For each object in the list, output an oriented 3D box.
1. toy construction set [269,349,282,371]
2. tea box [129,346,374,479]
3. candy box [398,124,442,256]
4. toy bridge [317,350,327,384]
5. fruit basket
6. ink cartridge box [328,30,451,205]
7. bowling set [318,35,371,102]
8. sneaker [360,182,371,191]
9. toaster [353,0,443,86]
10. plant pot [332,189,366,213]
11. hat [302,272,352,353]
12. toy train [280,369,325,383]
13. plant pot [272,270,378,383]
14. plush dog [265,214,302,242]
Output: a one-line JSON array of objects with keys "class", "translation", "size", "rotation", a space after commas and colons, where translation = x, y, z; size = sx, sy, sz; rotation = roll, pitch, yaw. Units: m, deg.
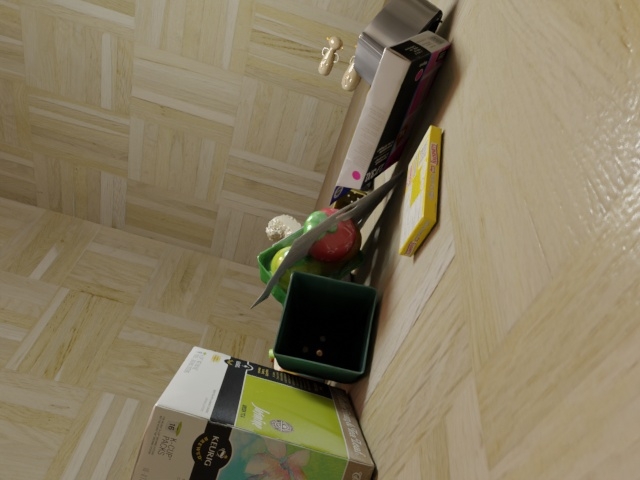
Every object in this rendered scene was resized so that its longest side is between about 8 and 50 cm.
[{"class": "toy construction set", "translation": [-0.105, 0.398, 1.617], "size": [0.215, 0.151, 0.328], "rotation": [91, -165, -62]}, {"class": "tea box", "translation": [-0.114, 0.356, 0.874], "size": [0.329, 0.323, 0.220], "rotation": [-148, 75, -86]}, {"class": "candy box", "translation": [0.166, -0.083, 0.869], "size": [0.105, 0.027, 0.206], "rotation": [109, 175, -55]}, {"class": "toy bridge", "translation": [-0.011, 0.339, 1.285], "size": [0.063, 0.026, 0.188], "rotation": [32, 126, 41]}, {"class": "fruit basket", "translation": [0.000, 0.000, 1.160], "size": [0.327, 0.165, 0.353], "rotation": [-34, -17, -32]}, {"class": "ink cartridge box", "translation": [0.132, -0.228, 1.076], "size": [0.175, 0.069, 0.371], "rotation": [-38, -21, -44]}, {"class": "bowling set", "translation": [0.153, -0.559, 1.704], "size": [0.199, 0.287, 0.154], "rotation": [-23, -33, -51]}, {"class": "sneaker", "translation": [0.118, -0.214, 1.508], "size": [0.224, 0.083, 0.098], "rotation": [-84, 16, -67]}, {"class": "toaster", "translation": [0.164, -0.421, 1.122], "size": [0.168, 0.110, 0.186], "rotation": [-50, -4, -6]}, {"class": "plant pot", "translation": [0.090, -0.117, 1.536], "size": [0.083, 0.081, 0.082], "rotation": [-54, -17, -69]}, {"class": "hat", "translation": [-0.022, 0.217, 1.396], "size": [0.331, 0.133, 0.332], "rotation": [-164, 90, -84]}, {"class": "toy train", "translation": [-0.068, 0.427, 1.189], "size": [0.190, 0.142, 0.334], "rotation": [-60, -19, -52]}, {"class": "plant pot", "translation": [0.003, 0.196, 1.054], "size": [0.234, 0.165, 0.166], "rotation": [99, -176, -63]}, {"class": "plush dog", "translation": [-0.040, 0.063, 1.632], "size": [0.211, 0.262, 0.226], "rotation": [-104, 19, -48]}]
